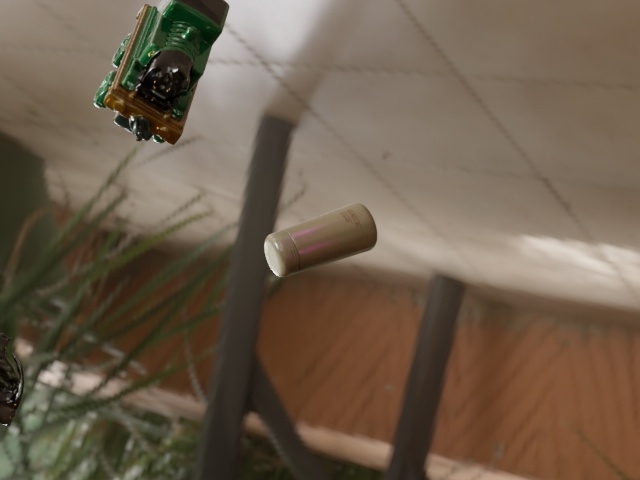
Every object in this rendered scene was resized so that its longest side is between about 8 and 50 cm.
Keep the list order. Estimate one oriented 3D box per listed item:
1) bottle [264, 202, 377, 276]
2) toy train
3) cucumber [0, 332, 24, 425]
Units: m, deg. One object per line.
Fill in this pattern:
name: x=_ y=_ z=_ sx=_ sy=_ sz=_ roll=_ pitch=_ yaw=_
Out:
bottle: x=0.000 y=0.000 z=1.245 sx=0.096 sy=0.045 sz=0.045 roll=-18 pitch=180 yaw=-24
toy train: x=-0.165 y=-0.194 z=1.516 sx=0.091 sy=0.227 sz=0.136 roll=31 pitch=126 yaw=-17
cucumber: x=-0.327 y=0.061 z=1.015 sx=0.245 sy=0.067 sz=0.067 roll=24 pitch=164 yaw=-20
